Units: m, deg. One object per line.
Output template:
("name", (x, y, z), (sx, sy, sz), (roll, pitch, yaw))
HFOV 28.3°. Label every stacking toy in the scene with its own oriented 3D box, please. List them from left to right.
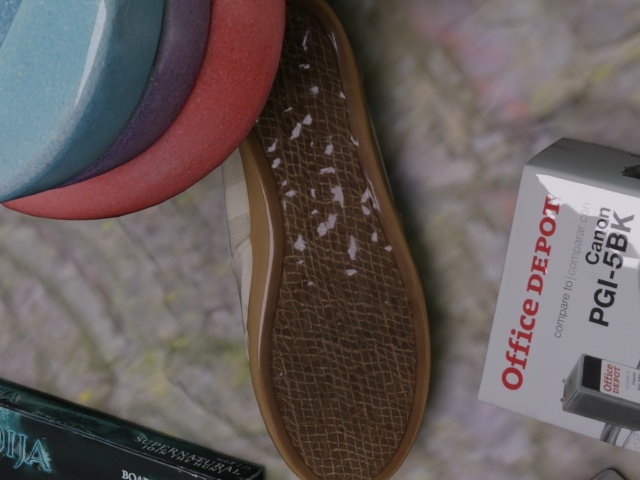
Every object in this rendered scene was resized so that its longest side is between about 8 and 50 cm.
("stacking toy", (-0.157, -0.155, 0.427), (0.279, 0.130, 0.309), (-4, 92, 34))

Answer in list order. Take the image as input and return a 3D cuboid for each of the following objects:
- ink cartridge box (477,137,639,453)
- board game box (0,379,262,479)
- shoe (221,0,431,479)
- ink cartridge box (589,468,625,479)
("ink cartridge box", (0.134, 0.028, 0.463), (0.135, 0.056, 0.099), (15, 110, 21))
("board game box", (-0.120, 0.145, 0.635), (0.186, 0.026, 0.126), (15, 109, 22))
("shoe", (0.000, 0.000, 0.529), (0.077, 0.058, 0.219), (-9, 105, -4))
("ink cartridge box", (0.131, 0.231, 0.521), (0.224, 0.056, 0.181), (47, 118, 10))
